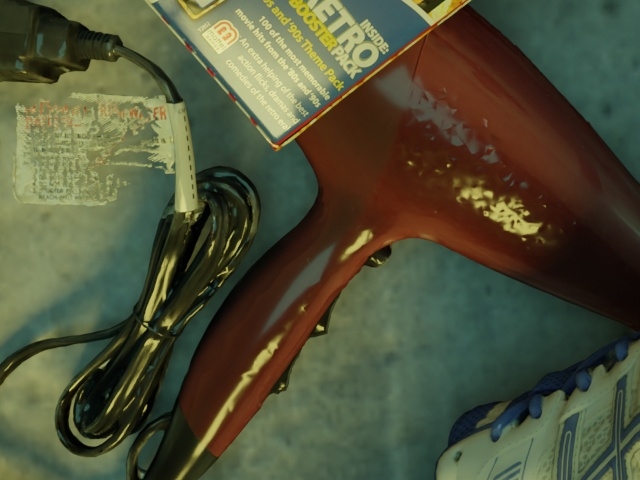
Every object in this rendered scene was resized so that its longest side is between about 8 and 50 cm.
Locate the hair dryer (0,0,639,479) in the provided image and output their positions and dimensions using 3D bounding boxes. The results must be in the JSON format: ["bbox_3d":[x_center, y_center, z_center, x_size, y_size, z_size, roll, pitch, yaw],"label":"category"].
[{"bbox_3d":[0.000,0.000,0.536,0.294,0.080,0.223,0,110,9],"label":"hair dryer"}]

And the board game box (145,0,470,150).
[{"bbox_3d":[0.016,-0.141,0.408,0.193,0.045,0.147,-36,118,11],"label":"board game box"}]

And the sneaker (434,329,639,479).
[{"bbox_3d":[0.098,0.076,0.462,0.131,0.112,0.296,36,119,32],"label":"sneaker"}]
